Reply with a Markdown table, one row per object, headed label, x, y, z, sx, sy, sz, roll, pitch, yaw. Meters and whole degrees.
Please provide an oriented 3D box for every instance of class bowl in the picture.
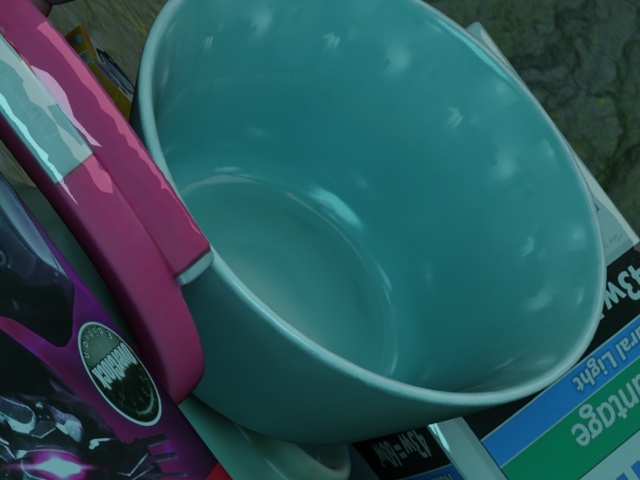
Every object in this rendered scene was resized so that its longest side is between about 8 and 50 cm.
| label | x | y | z | sx | sy | sz | roll | pitch | yaw |
| --- | --- | --- | --- | --- | --- | --- | --- | --- | --- |
| bowl | 0.000 | 0.000 | 1.042 | 0.311 | 0.163 | 0.311 | 20 | 46 | -22 |

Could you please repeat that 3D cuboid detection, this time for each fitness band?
| label | x | y | z | sx | sy | sz | roll | pitch | yaw |
| --- | --- | --- | --- | --- | --- | --- | --- | --- | --- |
| fitness band | -0.160 | -0.030 | 0.909 | 0.291 | 0.054 | 0.209 | 57 | -29 | -14 |

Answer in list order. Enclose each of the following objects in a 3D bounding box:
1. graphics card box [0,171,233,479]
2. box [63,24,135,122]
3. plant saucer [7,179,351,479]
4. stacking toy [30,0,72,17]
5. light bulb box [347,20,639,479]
| label | x | y | z | sx | sy | sz | roll | pitch | yaw |
| --- | --- | --- | --- | --- | --- | --- | --- | --- | --- |
| graphics card box | -0.140 | 0.106 | 0.720 | 0.371 | 0.094 | 0.233 | 53 | 20 | -2 |
| box | -0.203 | -0.148 | 1.743 | 0.136 | 0.028 | 0.081 | 45 | 11 | -37 |
| plant saucer | -0.080 | 0.101 | 1.170 | 0.400 | 0.100 | 0.400 | 52 | 8 | -11 |
| stacking toy | -0.247 | -0.331 | 1.324 | 0.279 | 0.130 | 0.309 | 58 | 5 | -40 |
| light bulb box | 0.093 | 0.079 | 1.353 | 0.361 | 0.225 | 0.358 | 54 | -19 | 2 |
